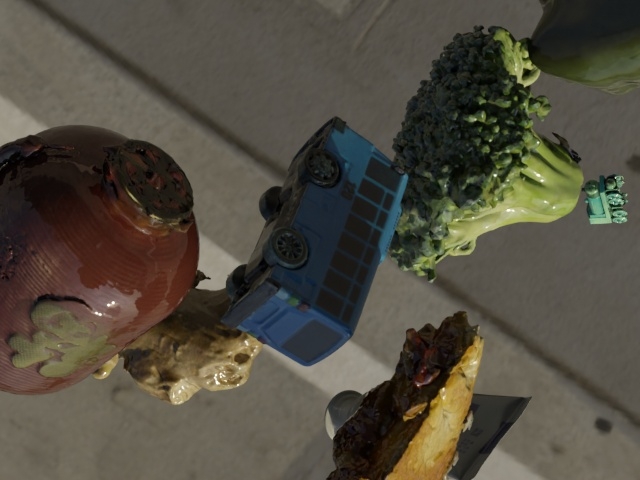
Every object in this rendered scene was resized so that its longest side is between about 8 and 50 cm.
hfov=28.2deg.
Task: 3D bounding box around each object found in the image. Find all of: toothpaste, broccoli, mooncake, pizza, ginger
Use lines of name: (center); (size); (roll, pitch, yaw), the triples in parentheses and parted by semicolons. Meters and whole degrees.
toothpaste: (0.091, 0.175, 1.179); (0.061, 0.096, 0.266); (47, 157, -18)
broccoli: (0.198, -0.114, 1.748); (0.324, 0.334, 0.272); (-23, 127, 31)
mooncake: (0.404, -0.375, 1.696); (0.351, 0.187, 0.351); (-2, 86, 37)
pizza: (0.057, 0.136, 0.945); (0.069, 0.194, 0.154); (26, -179, 31)
ginger: (-0.117, 0.081, 1.159); (0.213, 0.074, 0.138); (7, 85, 13)

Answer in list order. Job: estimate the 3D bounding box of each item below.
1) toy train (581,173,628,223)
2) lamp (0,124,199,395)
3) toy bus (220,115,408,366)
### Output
toy train: (0.292, -0.043, 1.306); (0.045, 0.029, 0.092); (-4, 159, 17)
lamp: (-0.205, 0.015, 0.962); (0.258, 0.180, 0.180); (-35, 105, 31)
toy bus: (0.000, 0.000, 1.040); (0.106, 0.185, 0.090); (31, 144, -12)
